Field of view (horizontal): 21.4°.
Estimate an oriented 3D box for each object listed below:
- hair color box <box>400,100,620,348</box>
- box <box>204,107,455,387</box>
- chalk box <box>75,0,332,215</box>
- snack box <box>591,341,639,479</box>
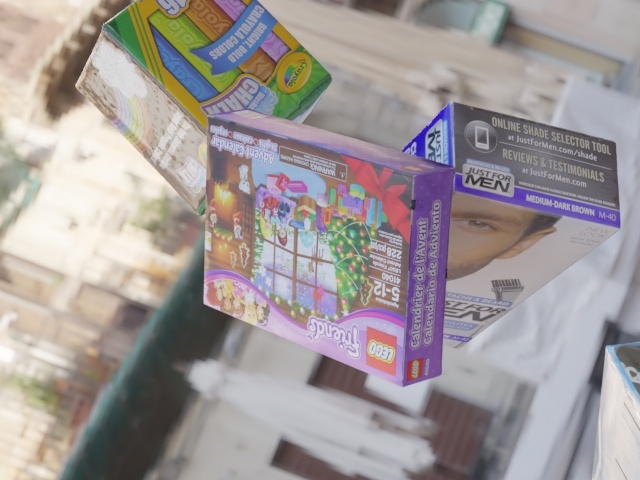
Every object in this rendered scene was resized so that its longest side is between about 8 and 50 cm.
[{"bbox_3d":[0.138,-0.005,1.730,0.339,0.185,0.110,133,143,-55],"label":"hair color box"},{"bbox_3d":[0.000,0.000,1.609,0.057,0.293,0.200,-13,-68,-40],"label":"box"},{"bbox_3d":[-0.117,-0.165,2.013,0.179,0.289,0.180,-44,-1,-27],"label":"chalk box"},{"bbox_3d":[0.294,0.243,1.328,0.322,0.060,0.187,-110,17,-56],"label":"snack box"}]
